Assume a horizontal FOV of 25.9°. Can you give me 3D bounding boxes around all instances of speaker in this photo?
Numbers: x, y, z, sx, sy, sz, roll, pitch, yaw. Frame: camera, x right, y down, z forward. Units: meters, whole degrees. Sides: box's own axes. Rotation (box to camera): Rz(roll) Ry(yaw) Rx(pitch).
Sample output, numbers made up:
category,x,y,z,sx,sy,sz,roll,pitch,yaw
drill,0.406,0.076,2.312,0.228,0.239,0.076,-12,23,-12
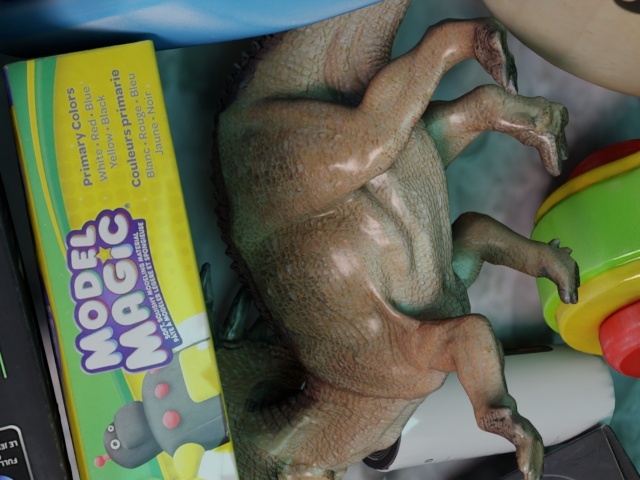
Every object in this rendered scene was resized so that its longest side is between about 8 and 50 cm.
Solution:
category,x,y,z,sx,sy,sz,roll,pitch,yaw
speaker,0.084,0.085,0.720,0.136,0.055,0.055,-3,108,-28

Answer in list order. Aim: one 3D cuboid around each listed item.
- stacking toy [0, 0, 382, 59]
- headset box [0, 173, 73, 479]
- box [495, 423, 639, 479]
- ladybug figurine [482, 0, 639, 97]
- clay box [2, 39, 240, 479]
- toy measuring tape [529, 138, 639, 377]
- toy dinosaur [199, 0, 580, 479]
category,x,y,z,sx,sy,sz,roll,pitch,yaw
stacking toy,-0.067,-0.221,0.487,0.175,0.165,0.302,-24,106,-32
headset box,-0.223,0.015,0.450,0.246,0.131,0.283,-13,114,-12
box,0.151,0.260,0.740,0.165,0.143,0.270,-28,121,5
ladybug figurine,0.269,-0.219,0.656,0.449,0.162,0.305,-25,117,-20
clay box,-0.065,0.051,0.492,0.053,0.127,0.222,-10,91,-11
toy measuring tape,0.144,-0.016,0.649,0.121,0.121,0.330,-49,150,-6
toy dinosaur,0.000,0.000,0.599,0.127,0.200,0.296,-18,103,-68
